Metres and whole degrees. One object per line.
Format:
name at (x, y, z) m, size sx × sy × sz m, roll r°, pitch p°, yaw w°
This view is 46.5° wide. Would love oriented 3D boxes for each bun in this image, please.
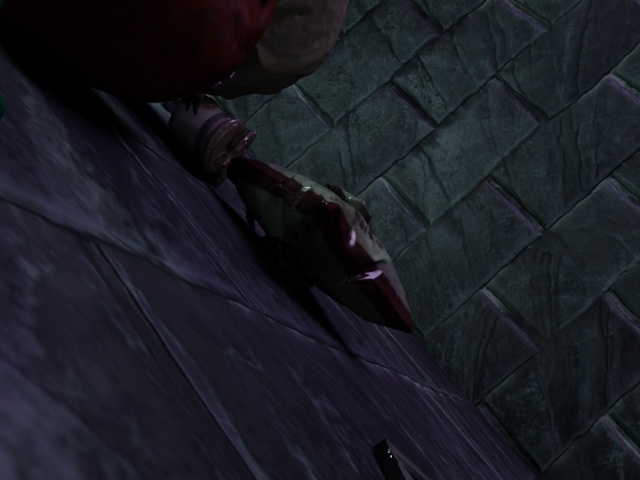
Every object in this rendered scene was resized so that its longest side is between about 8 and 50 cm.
bun at (-0.144, -0.289, 0.884) m, size 0.361 × 0.361 × 0.213 m, roll 44°, pitch 36°, yaw -52°

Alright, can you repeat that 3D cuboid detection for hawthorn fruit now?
hawthorn fruit at (-0.151, -0.234, 0.658) m, size 0.276 × 0.276 × 0.307 m, roll 50°, pitch -11°, yaw 33°

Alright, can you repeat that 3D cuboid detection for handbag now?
handbag at (0.000, 0.000, 0.880) m, size 0.213 × 0.127 × 0.235 m, roll 47°, pitch -9°, yaw -34°

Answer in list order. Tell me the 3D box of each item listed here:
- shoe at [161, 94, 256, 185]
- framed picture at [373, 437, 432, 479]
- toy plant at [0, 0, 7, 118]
shoe at (-0.144, -0.131, 0.938) m, size 0.092 × 0.089 × 0.180 m, roll 36°, pitch 0°, yaw 3°
framed picture at (0.130, 0.253, 0.473) m, size 0.192 × 0.018 × 0.265 m, roll 45°, pitch 4°, yaw -23°
toy plant at (-0.182, -0.132, 0.269) m, size 0.143 × 0.105 × 0.200 m, roll 29°, pitch -32°, yaw 53°
